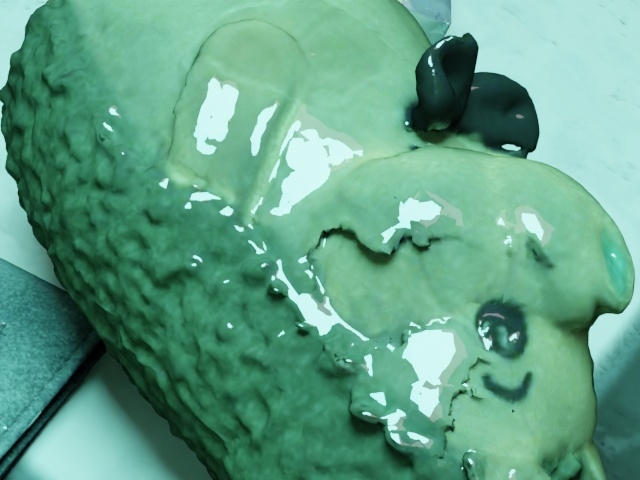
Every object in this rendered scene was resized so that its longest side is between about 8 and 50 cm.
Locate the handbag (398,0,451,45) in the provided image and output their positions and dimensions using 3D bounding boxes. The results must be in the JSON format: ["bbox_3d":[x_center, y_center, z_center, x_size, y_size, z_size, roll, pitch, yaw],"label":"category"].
[{"bbox_3d":[0.003,-0.185,0.857,0.173,0.095,0.117,17,41,-11],"label":"handbag"}]

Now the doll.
[{"bbox_3d":[0.000,0.000,0.589,0.247,0.247,0.349,-12,59,-24],"label":"doll"}]

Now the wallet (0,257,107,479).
[{"bbox_3d":[-0.217,0.074,0.599,0.167,0.036,0.222,26,46,11],"label":"wallet"}]
